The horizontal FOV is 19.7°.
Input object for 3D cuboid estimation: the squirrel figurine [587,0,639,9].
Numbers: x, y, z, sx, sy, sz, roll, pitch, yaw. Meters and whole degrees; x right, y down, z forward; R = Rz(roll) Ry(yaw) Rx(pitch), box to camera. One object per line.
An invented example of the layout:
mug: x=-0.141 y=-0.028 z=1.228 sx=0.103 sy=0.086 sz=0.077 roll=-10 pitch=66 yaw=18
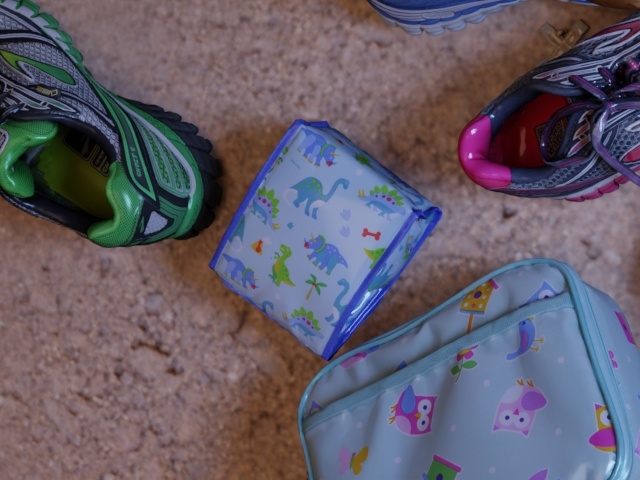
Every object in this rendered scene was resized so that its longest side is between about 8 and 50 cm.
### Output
squirrel figurine: x=0.260 y=-0.306 z=1.042 sx=0.281 sy=0.397 sz=0.370 roll=43 pitch=86 yaw=5

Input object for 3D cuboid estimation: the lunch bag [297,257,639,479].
lunch bag: x=0.111 y=0.150 z=1.381 sx=0.279 sy=0.108 sz=0.224 roll=-29 pitch=56 yaw=24

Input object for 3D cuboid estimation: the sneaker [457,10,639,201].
sneaker: x=0.228 y=-0.101 z=1.279 sx=0.299 sy=0.112 sz=0.121 roll=-34 pitch=71 yaw=40

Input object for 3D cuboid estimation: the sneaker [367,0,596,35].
sneaker: x=0.156 y=-0.230 z=1.300 sx=0.330 sy=0.147 sz=0.130 roll=-13 pitch=74 yaw=25

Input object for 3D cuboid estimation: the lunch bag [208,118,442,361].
lunch bag: x=0.000 y=0.000 z=1.451 sx=0.129 sy=0.096 sz=0.151 roll=38 pitch=102 yaw=15

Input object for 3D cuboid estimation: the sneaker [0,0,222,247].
sneaker: x=-0.247 y=-0.109 z=1.521 sx=0.343 sy=0.146 sz=0.134 roll=30 pitch=109 yaw=19

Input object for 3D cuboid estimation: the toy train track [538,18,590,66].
toy train track: x=0.173 y=-0.133 z=1.395 sx=0.048 sy=0.014 sz=0.083 roll=45 pitch=114 yaw=13
